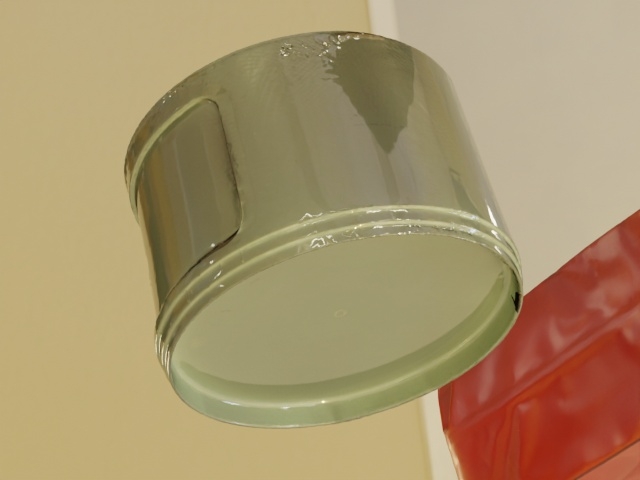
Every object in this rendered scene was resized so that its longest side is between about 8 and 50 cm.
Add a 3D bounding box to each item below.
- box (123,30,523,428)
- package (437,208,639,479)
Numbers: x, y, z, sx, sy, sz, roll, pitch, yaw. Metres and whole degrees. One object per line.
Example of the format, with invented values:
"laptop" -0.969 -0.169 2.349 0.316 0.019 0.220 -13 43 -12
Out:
"box" 0.000 0.000 0.803 0.226 0.149 0.226 -11 147 -7
"package" 0.264 0.112 1.125 0.123 0.196 0.423 15 137 -39
